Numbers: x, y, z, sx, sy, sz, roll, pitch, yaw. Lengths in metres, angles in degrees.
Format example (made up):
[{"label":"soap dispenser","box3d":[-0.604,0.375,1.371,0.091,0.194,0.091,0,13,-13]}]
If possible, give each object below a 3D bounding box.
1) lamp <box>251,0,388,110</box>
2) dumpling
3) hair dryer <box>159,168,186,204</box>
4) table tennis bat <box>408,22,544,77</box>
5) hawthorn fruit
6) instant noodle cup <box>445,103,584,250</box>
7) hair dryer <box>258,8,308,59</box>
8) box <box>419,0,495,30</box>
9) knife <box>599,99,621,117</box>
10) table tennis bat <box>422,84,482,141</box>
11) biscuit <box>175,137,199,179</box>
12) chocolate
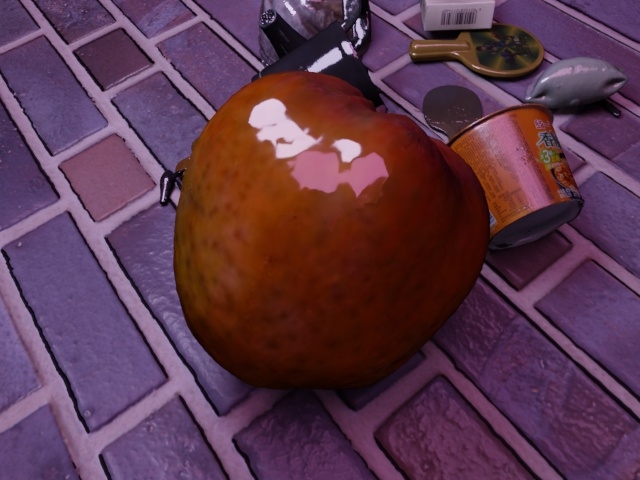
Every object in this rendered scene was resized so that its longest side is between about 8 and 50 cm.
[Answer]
[{"label":"lamp","box3d":[-0.012,-0.301,1.048,0.272,0.205,0.374,-10,95,11]},{"label":"dumpling","box3d":[0.543,-0.341,1.141,0.217,0.149,0.104,-13,96,4]},{"label":"hair dryer","box3d":[-0.306,-0.121,1.080,0.083,0.031,0.079,-25,55,42]},{"label":"table tennis bat","box3d":[0.373,-0.456,1.253,0.321,0.050,0.198,1,55,1]},{"label":"hawthorn fruit","box3d":[0.000,0.000,0.779,0.472,0.472,0.471,-2,57,3]},{"label":"instant noodle cup","box3d":[0.344,-0.101,0.931,0.230,0.230,0.182,-17,66,-6]},{"label":"hair dryer","box3d":[-0.118,-0.349,1.159,0.271,0.235,0.091,-46,53,7]},{"label":"box","box3d":[0.338,-0.627,1.327,0.164,0.069,0.256,0,49,5]},{"label":"knife","box3d":[0.614,-0.332,1.169,0.023,0.010,0.170,-22,57,-9]},{"label":"table tennis bat","box3d":[0.291,-0.263,1.149,0.131,0.022,0.234,3,55,6]},{"label":"biscuit","box3d":[-0.186,-0.157,1.112,0.236,0.039,0.180,16,59,12]},{"label":"chocolate","box3d":[-0.021,-0.571,1.259,0.303,0.213,0.303,-1,57,2]}]
